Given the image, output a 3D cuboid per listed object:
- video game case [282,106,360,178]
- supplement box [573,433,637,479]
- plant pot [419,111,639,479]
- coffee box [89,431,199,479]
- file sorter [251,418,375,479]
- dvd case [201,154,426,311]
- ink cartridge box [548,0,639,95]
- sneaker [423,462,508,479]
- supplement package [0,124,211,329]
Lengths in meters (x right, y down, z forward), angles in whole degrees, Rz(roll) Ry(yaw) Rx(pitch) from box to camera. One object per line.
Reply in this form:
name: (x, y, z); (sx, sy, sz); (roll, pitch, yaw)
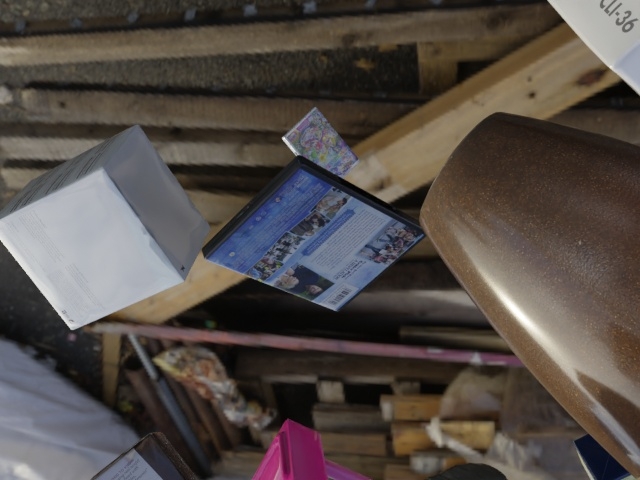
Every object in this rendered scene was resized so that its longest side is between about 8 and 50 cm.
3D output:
video game case: (0.002, -0.154, 1.514); (0.122, 0.087, 0.011); (50, 152, -13)
supplement box: (0.324, 0.232, 0.952); (0.083, 0.056, 0.083); (-27, 143, 5)
plant pot: (0.194, 0.011, 0.644); (0.230, 0.215, 0.215); (38, 144, 19)
coffee box: (-0.119, 0.307, 0.847); (0.246, 0.098, 0.141); (51, 167, 5)
file sorter: (0.029, 0.250, 0.334); (0.182, 0.290, 0.202); (26, 103, -12)
dvd case: (0.000, 0.000, 1.140); (0.180, 0.022, 0.253); (-43, 137, 22)
ink cartridge box: (0.172, -0.098, 0.426); (0.198, 0.115, 0.067); (33, 115, -30)
sneaker: (0.091, 0.289, 0.611); (0.130, 0.286, 0.109); (10, -172, -29)
supplement package: (-0.302, -0.018, 1.256); (0.203, 0.149, 0.194); (-23, 114, 21)
